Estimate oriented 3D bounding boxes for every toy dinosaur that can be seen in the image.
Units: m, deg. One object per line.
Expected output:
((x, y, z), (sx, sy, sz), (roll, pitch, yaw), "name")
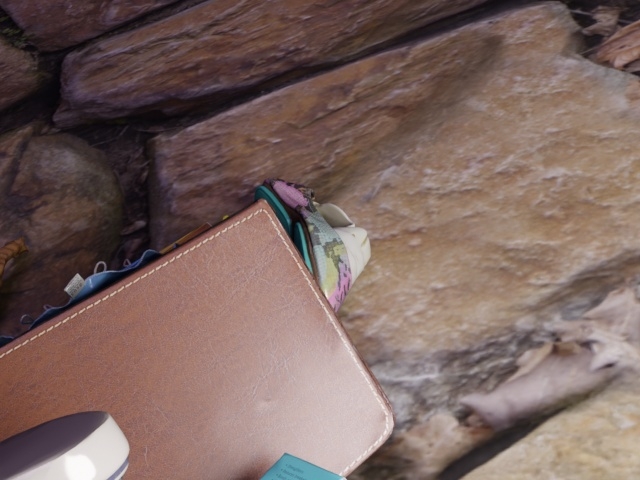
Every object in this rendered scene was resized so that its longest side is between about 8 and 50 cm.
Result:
((-0.358, 0.052, 1.251), (0.112, 0.064, 0.211), (-15, 34, 8), "toy dinosaur")

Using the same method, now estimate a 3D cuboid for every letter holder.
((-0.121, 0.145, 0.915), (0.301, 0.214, 0.152), (-30, -7, -13), "letter holder")

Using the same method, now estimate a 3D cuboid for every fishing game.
((-0.196, 0.050, 0.987), (0.264, 0.041, 0.189), (-31, -7, -20), "fishing game")

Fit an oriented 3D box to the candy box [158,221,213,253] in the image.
((-0.152, 0.065, 1.124), (0.186, 0.053, 0.109), (-32, 33, -18), "candy box")

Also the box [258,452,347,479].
((-0.065, 0.256, 0.750), (0.060, 0.101, 0.244), (14, 47, 43), "box")

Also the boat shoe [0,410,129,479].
((-0.226, 0.235, 0.759), (0.340, 0.158, 0.127), (-27, 6, 26), "boat shoe")

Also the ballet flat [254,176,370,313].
((0.000, 0.000, 1.121), (0.079, 0.077, 0.221), (-8, 30, -15), "ballet flat")
